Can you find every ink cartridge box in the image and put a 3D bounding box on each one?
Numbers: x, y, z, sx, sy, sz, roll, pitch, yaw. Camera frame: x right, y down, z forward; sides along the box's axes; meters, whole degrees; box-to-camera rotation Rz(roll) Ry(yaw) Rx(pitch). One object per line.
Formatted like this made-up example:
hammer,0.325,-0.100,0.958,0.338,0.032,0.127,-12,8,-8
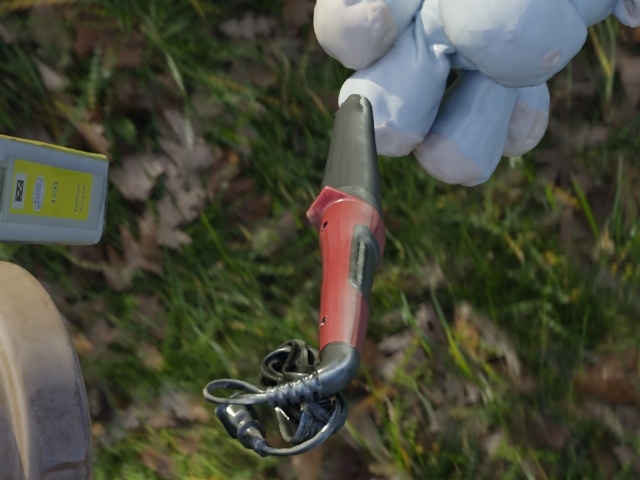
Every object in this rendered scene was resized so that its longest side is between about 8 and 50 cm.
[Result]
ink cartridge box,-0.300,-0.038,0.989,0.303,0.307,0.072,5,88,8

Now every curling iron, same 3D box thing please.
curling iron,0.000,0.000,0.805,0.068,0.035,0.274,-20,28,20

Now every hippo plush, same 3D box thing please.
hippo plush,0.171,-0.179,1.538,0.294,0.236,0.234,-41,108,-28

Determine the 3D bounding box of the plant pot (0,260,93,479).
plant pot,-0.333,0.155,1.409,0.229,0.263,0.263,-7,67,-36
